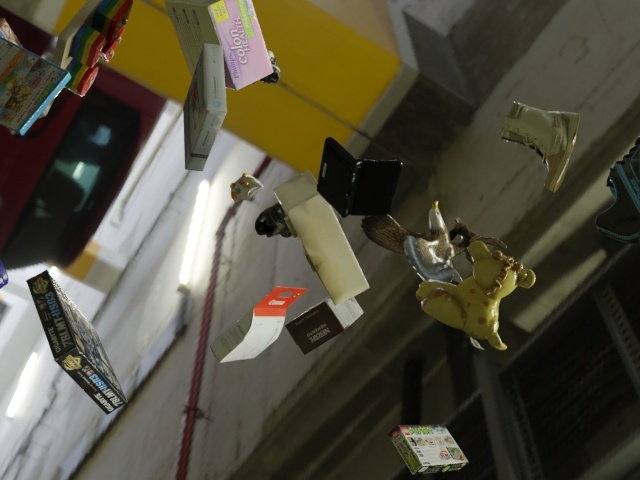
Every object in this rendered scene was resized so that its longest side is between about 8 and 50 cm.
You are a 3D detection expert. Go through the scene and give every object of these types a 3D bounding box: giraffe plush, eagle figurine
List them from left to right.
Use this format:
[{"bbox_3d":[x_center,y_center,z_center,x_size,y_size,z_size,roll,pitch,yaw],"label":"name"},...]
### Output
[{"bbox_3d":[0.269,0.011,2.124,0.226,0.298,0.225,-39,-112,60],"label":"eagle figurine"},{"bbox_3d":[0.307,0.092,1.622,0.170,0.181,0.210,-63,-153,11],"label":"giraffe plush"}]

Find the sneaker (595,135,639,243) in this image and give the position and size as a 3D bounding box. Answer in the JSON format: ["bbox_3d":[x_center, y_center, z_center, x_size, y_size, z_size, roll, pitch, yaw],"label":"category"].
[{"bbox_3d":[0.639,-0.151,1.659,0.139,0.125,0.341,10,-114,29],"label":"sneaker"}]

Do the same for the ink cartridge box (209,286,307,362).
[{"bbox_3d":[-0.139,0.208,2.078,0.232,0.066,0.189,-37,163,16],"label":"ink cartridge box"}]

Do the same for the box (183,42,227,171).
[{"bbox_3d":[-0.208,-0.232,1.498,0.186,0.038,0.145,128,-38,-55],"label":"box"}]

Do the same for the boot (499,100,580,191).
[{"bbox_3d":[0.482,-0.214,1.899,0.077,0.165,0.213,84,25,-61],"label":"boot"}]

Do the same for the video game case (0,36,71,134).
[{"bbox_3d":[-0.472,-0.238,1.251,0.119,0.166,0.015,-57,166,-20],"label":"video game case"}]

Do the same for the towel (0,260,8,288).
[{"bbox_3d":[-0.782,0.060,1.643,0.076,0.227,0.308,-7,-158,36],"label":"towel"}]

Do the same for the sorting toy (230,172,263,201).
[{"bbox_3d":[-0.180,-0.130,2.119,0.083,0.045,0.075,-43,-138,-15],"label":"sorting toy"}]

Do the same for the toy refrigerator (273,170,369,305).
[{"bbox_3d":[0.000,0.000,1.739,0.094,0.269,0.102,-28,-144,-3],"label":"toy refrigerator"}]

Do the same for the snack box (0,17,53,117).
[{"bbox_3d":[-0.551,-0.315,1.553,0.022,0.178,0.064,-14,-142,13],"label":"snack box"}]

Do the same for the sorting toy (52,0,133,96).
[{"bbox_3d":[-0.582,-0.501,2.155,0.255,0.089,0.257,-46,-164,55],"label":"sorting toy"}]

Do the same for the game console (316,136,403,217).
[{"bbox_3d":[0.057,-0.098,1.305,0.071,0.107,0.122,-28,149,-29],"label":"game console"}]

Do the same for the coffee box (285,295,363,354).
[{"bbox_3d":[0.014,0.220,2.359,0.141,0.098,0.246,-34,177,17],"label":"coffee box"}]

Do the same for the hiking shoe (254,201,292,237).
[{"bbox_3d":[-0.115,-0.052,2.139,0.227,0.114,0.086,101,-29,-75],"label":"hiking shoe"}]

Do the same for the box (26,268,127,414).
[{"bbox_3d":[-0.631,0.264,2.185,0.073,0.293,0.295,-32,-129,-7],"label":"box"}]

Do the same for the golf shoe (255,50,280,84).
[{"bbox_3d":[-0.151,-0.467,2.230,0.094,0.077,0.198,-58,-149,-6],"label":"golf shoe"}]

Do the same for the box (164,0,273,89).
[{"bbox_3d":[-0.253,-0.506,2.091,0.117,0.213,0.243,-31,-149,-24],"label":"box"}]

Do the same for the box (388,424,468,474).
[{"bbox_3d":[0.257,0.491,1.994,0.036,0.207,0.114,-48,-126,22],"label":"box"}]
